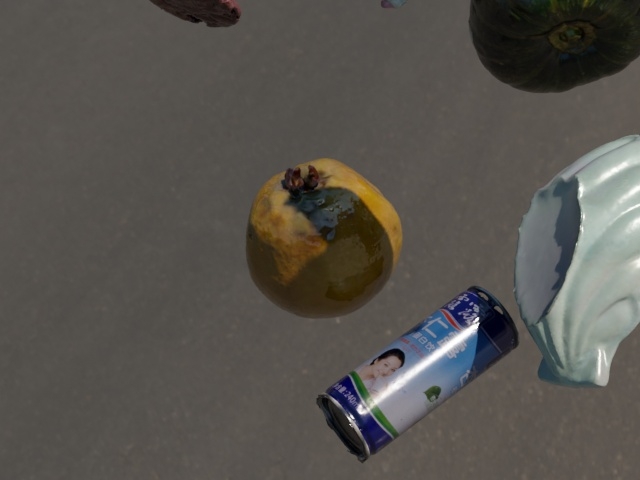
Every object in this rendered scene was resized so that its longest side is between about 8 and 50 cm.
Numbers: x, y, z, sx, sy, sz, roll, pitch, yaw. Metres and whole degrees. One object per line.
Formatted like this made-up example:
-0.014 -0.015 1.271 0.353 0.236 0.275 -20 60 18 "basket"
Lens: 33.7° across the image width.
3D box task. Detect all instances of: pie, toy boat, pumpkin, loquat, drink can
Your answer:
-0.183 -0.351 1.527 0.154 0.153 0.038 10 79 31 "pie"
0.282 0.012 1.144 0.199 0.100 0.290 -13 63 67 "toy boat"
0.333 -0.334 1.478 0.260 0.260 0.189 -11 52 10 "pumpkin"
0.000 0.000 1.284 0.187 0.234 0.176 -25 51 -13 "loquat"
0.115 0.154 1.238 0.235 0.097 0.097 -32 40 -18 "drink can"

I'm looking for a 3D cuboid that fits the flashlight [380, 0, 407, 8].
0.054 -0.424 1.573 0.047 0.200 0.093 -42 12 4 "flashlight"
